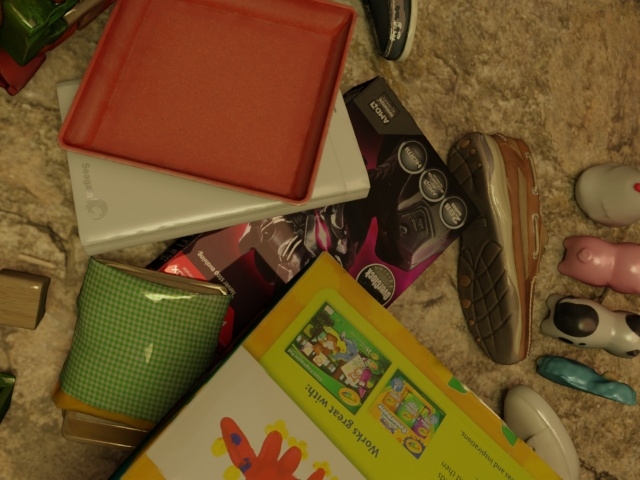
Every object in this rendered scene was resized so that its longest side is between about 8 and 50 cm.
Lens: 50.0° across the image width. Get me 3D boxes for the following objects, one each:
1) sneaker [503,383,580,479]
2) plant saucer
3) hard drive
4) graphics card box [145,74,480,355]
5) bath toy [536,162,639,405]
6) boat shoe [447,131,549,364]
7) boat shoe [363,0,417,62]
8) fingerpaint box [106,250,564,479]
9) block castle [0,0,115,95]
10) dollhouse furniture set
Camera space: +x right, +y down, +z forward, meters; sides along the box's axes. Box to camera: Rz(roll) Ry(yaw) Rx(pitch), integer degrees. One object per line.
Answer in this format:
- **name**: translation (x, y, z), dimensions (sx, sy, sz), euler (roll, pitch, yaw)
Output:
- **sneaker**: translation (0.296, 0.354, 0.974), dimensions (0.123, 0.106, 0.290), euler (-19, 100, -22)
- **plant saucer**: translation (-0.111, -0.168, 0.740), dimensions (0.259, 0.048, 0.258), euler (13, 67, 1)
- **hard drive**: translation (-0.120, -0.111, 0.764), dimensions (0.307, 0.040, 0.203), euler (-12, 69, -11)
- **graphics card box**: translation (0.000, 0.000, 0.856), dimensions (0.371, 0.094, 0.233), euler (-43, 105, -16)
- **bath toy**: translation (0.432, 0.055, 1.008), dimensions (0.151, 0.129, 0.348), euler (13, 86, -21)
- **boat shoe**: translation (0.263, 0.009, 0.946), dimensions (0.116, 0.123, 0.324), euler (-8, 96, -23)
- **boat shoe**: translation (0.069, -0.352, 0.870), dimensions (0.079, 0.095, 0.254), euler (-5, 92, -23)
- **fingerpaint box**: translation (0.028, 0.303, 0.649), dimensions (0.445, 0.163, 0.371), euler (43, 61, -3)
- **block castle**: translation (-0.307, -0.295, 0.540), dimensions (0.303, 0.453, 0.213), euler (46, 69, -17)
- **dollhouse furniture set**: translation (-0.253, 0.127, 0.677), dimensions (0.301, 0.151, 0.197), euler (13, 102, -10)
